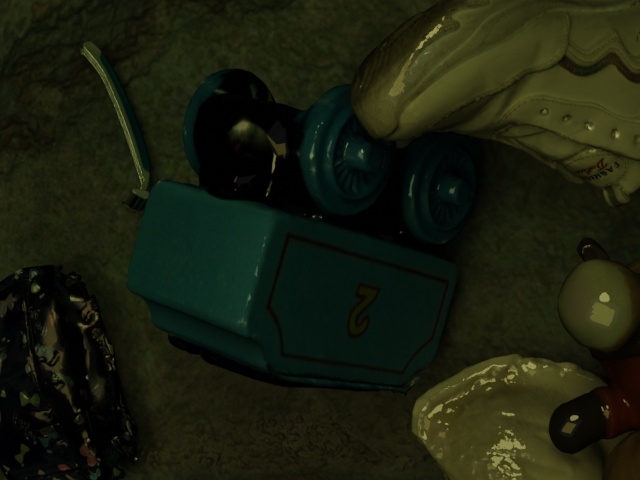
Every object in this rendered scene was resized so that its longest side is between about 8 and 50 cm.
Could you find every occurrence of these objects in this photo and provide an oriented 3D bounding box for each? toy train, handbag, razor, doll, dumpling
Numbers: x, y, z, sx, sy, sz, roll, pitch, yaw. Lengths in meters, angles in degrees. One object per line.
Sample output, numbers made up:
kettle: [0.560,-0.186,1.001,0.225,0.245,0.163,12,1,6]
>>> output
toy train: [0.000,0.000,0.973,0.188,0.300,0.265,15,90,38]
handbag: [-0.299,0.157,1.238,0.162,0.113,0.260,-15,92,33]
razor: [-0.219,-0.129,1.204,0.068,0.037,0.191,-33,74,67]
doll: [0.312,0.147,0.908,0.235,0.174,0.330,-18,93,16]
dumpling: [0.198,0.187,0.998,0.215,0.126,0.166,37,95,20]

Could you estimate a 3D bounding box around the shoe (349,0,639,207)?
shoe: [0.190,-0.118,0.869,0.132,0.342,0.211,-21,97,60]
